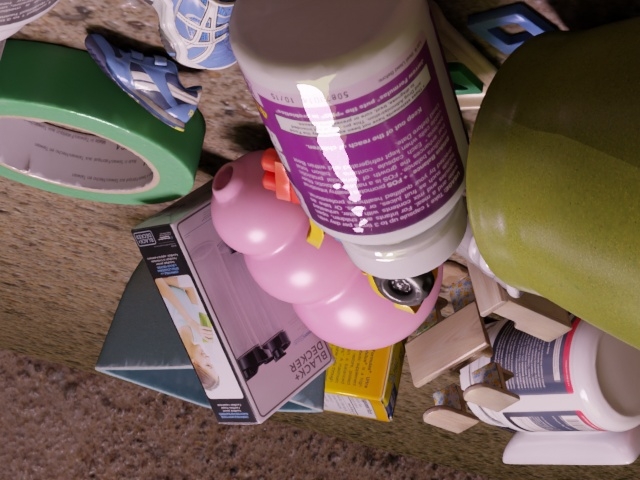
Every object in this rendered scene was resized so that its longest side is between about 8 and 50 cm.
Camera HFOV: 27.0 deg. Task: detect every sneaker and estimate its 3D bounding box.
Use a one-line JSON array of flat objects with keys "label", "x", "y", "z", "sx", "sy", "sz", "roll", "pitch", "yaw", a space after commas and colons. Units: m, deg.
[{"label": "sneaker", "x": 0.223, "y": -0.009, "z": 1.670, "sx": 0.115, "sy": 0.105, "sz": 0.281, "roll": 38, "pitch": -178, "yaw": 23}, {"label": "sneaker", "x": -0.103, "y": -0.212, "z": 1.204, "sx": 0.081, "sy": 0.080, "sz": 0.211, "roll": 9, "pitch": 165, "yaw": 17}, {"label": "sneaker", "x": -0.189, "y": -0.180, "z": 1.427, "sx": 0.144, "sy": 0.059, "sz": 0.053, "roll": 39, "pitch": -179, "yaw": -25}]

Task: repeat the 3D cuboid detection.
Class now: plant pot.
[{"label": "plant pot", "x": -0.139, "y": 0.099, "z": 1.945, "sx": 0.247, "sy": 0.252, "sz": 0.247, "roll": -7, "pitch": 157, "yaw": 45}, {"label": "plant pot", "x": 0.323, "y": -0.044, "z": 1.093, "sx": 0.353, "sy": 0.367, "sz": 0.366, "roll": 11, "pitch": 168, "yaw": 41}]

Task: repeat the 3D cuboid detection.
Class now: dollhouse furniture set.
[{"label": "dollhouse furniture set", "x": 0.203, "y": 0.118, "z": 1.884, "sx": 0.242, "sy": 0.212, "sz": 0.161, "roll": -35, "pitch": 139, "yaw": 31}]

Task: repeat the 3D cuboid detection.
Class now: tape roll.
[{"label": "tape roll", "x": -0.301, "y": -0.134, "z": 1.596, "sx": 0.321, "sy": 0.077, "sz": 0.321, "roll": 10, "pitch": 164, "yaw": 3}]

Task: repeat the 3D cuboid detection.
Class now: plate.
[{"label": "plate", "x": 0.453, "y": 0.258, "z": 2.164, "sx": 0.278, "sy": 0.277, "sz": 0.045, "roll": -12, "pitch": 116, "yaw": 51}]

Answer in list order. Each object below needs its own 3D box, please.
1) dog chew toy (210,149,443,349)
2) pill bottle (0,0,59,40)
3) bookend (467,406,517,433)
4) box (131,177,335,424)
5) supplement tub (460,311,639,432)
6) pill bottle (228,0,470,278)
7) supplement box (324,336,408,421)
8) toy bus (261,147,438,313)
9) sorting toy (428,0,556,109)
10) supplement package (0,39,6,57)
[{"label": "dog chew toy", "x": 0.000, "y": 0.000, "z": 1.655, "sx": 0.331, "sy": 0.207, "sz": 0.206, "roll": 34, "pitch": 153, "yaw": -35}, {"label": "pill bottle", "x": -0.249, "y": -0.258, "z": 0.978, "sx": 0.176, "sy": 0.176, "sz": 0.318, "roll": 15, "pitch": 162, "yaw": -14}, {"label": "bookend", "x": 0.286, "y": 0.230, "z": 2.252, "sx": 0.157, "sy": 0.156, "sz": 0.072, "roll": 21, "pitch": 174, "yaw": -28}, {"label": "box", "x": -0.108, "y": 0.075, "z": 1.741, "sx": 0.087, "sy": 0.290, "sz": 0.169, "roll": -7, "pitch": -160, "yaw": 45}, {"label": "supplement tub", "x": 0.368, "y": 0.201, "z": 2.061, "sx": 0.191, "sy": 0.191, "sz": 0.272, "roll": 23, "pitch": 160, "yaw": -34}, {"label": "pill bottle", "x": 0.040, "y": -0.103, "z": 1.181, "sx": 0.169, "sy": 0.169, "sz": 0.302, "roll": 4, "pitch": 143, "yaw": 23}, {"label": "supplement box", "x": -0.045, "y": 0.159, "z": 2.185, "sx": 0.356, "sy": 0.195, "sz": 0.194, "roll": 9, "pitch": 163, "yaw": 10}, {"label": "toy bus", "x": 0.042, "y": -0.044, "z": 1.478, "sx": 0.211, "sy": 0.149, "sz": 0.220, "roll": 11, "pitch": 140, "yaw": 15}, {"label": "sorting toy", "x": 0.070, "y": -0.165, "z": 1.304, "sx": 0.347, "sy": 0.047, "sz": 0.196, "roll": 1, "pitch": 161, "yaw": 31}, {"label": "supplement package", "x": -0.389, "y": -0.204, "z": 1.317, "sx": 0.139, "sy": 0.134, "sz": 0.244, "roll": 17, "pitch": 162, "yaw": -19}]
